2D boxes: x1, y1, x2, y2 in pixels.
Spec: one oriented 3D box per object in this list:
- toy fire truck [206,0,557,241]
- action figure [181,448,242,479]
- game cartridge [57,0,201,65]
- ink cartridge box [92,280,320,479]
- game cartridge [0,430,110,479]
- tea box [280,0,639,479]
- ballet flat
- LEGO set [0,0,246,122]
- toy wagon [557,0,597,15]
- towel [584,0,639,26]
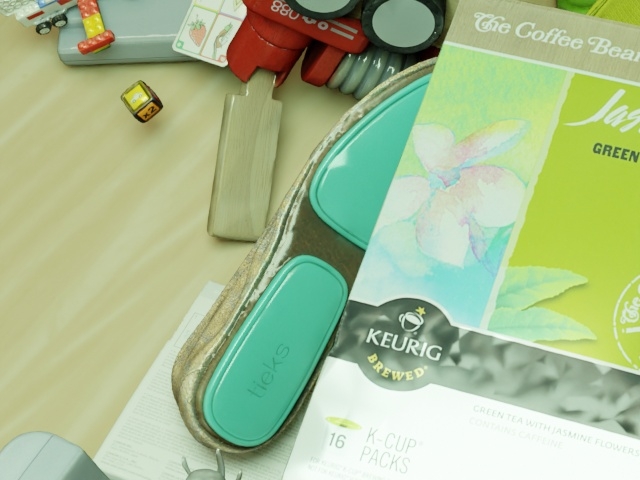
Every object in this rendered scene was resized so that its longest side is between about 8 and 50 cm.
[{"bbox_3d":[0.025,-0.112,1.387,0.217,0.246,0.158,21,44,-16],"label":"toy fire truck"},{"bbox_3d":[-0.081,0.270,1.187,0.185,0.099,0.285,3,86,32],"label":"action figure"},{"bbox_3d":[-0.098,-0.274,1.533,0.198,0.062,0.297,1,65,5],"label":"game cartridge"},{"bbox_3d":[-0.057,0.124,1.357,0.145,0.045,0.179,18,51,18],"label":"ink cartridge box"},{"bbox_3d":[-0.215,0.273,1.216,0.060,0.196,0.294,20,70,17],"label":"game cartridge"},{"bbox_3d":[0.152,0.081,1.170,0.220,0.329,0.324,13,68,16],"label":"tea box"},{"bbox_3d":[0.000,0.000,1.314,0.107,0.106,0.316,42,81,-18],"label":"ballet flat"},{"bbox_3d":[-0.127,-0.216,1.437,0.182,0.060,0.244,20,83,23],"label":"LEGO set"},{"bbox_3d":[0.104,-0.307,1.479,0.344,0.068,0.267,4,65,-4],"label":"toy wagon"},{"bbox_3d":[0.295,-0.201,1.426,0.102,0.021,0.237,45,77,-6],"label":"towel"}]
